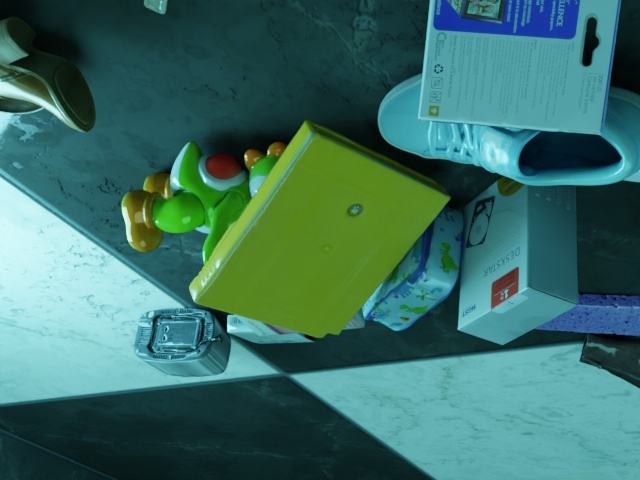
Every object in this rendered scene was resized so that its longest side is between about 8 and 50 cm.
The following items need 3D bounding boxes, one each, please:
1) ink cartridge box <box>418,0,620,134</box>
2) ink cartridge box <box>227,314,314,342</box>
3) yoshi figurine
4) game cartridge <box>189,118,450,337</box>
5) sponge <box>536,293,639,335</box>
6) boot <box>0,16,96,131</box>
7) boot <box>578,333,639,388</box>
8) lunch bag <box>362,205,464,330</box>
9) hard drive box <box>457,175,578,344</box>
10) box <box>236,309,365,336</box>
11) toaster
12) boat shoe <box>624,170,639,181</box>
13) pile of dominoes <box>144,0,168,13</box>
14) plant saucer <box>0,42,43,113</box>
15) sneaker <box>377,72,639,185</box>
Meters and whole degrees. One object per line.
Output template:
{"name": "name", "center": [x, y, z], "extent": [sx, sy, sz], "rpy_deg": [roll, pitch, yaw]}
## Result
{"name": "ink cartridge box", "center": [0.224, -0.229, 0.950], "extent": [0.208, 0.206, 0.045], "rpy_deg": [6, -168, 8]}
{"name": "ink cartridge box", "center": [-0.107, 0.200, 1.904], "extent": [0.146, 0.045, 0.179], "rpy_deg": [-5, 165, 20]}
{"name": "yoshi figurine", "center": [-0.117, -0.040, 1.361], "extent": [0.362, 0.203, 0.203], "rpy_deg": [-6, 162, 19]}
{"name": "game cartridge", "center": [0.000, 0.000, 1.280], "extent": [0.285, 0.052, 0.323], "rpy_deg": [21, 118, -37]}
{"name": "sponge", "center": [0.523, 0.142, 1.637], "extent": [0.210, 0.031, 0.117], "rpy_deg": [3, 149, 11]}
{"name": "boot", "center": [-0.420, -0.216, 1.171], "extent": [0.152, 0.073, 0.197], "rpy_deg": [-12, 132, 29]}
{"name": "boot", "center": [0.659, 0.268, 1.791], "extent": [0.207, 0.090, 0.248], "rpy_deg": [11, 153, 19]}
{"name": "lunch bag", "center": [0.153, 0.040, 1.422], "extent": [0.090, 0.176, 0.219], "rpy_deg": [23, 145, -14]}
{"name": "hard drive box", "center": [0.300, 0.017, 1.286], "extent": [0.089, 0.232, 0.181], "rpy_deg": [19, 147, -18]}
{"name": "box", "center": [-0.041, 0.091, 1.600], "extent": [0.232, 0.126, 0.148], "rpy_deg": [-8, 146, 26]}
{"name": "toaster", "center": [-0.298, 0.234, 1.910], "extent": [0.227, 0.129, 0.146], "rpy_deg": [-4, 151, 16]}
{"name": "boat shoe", "center": [0.392, -0.143, 1.121], "extent": [0.302, 0.109, 0.094], "rpy_deg": [0, 146, 20]}
{"name": "pile of dominoes", "center": [-0.240, -0.375, 0.964], "extent": [0.251, 0.040, 0.196], "rpy_deg": [31, 156, -26]}
{"name": "plant saucer", "center": [-0.474, -0.259, 1.213], "extent": [0.199, 0.036, 0.198], "rpy_deg": [7, 149, 4]}
{"name": "sneaker", "center": [0.228, -0.142, 1.060], "extent": [0.366, 0.150, 0.135], "rpy_deg": [5, 116, 26]}
